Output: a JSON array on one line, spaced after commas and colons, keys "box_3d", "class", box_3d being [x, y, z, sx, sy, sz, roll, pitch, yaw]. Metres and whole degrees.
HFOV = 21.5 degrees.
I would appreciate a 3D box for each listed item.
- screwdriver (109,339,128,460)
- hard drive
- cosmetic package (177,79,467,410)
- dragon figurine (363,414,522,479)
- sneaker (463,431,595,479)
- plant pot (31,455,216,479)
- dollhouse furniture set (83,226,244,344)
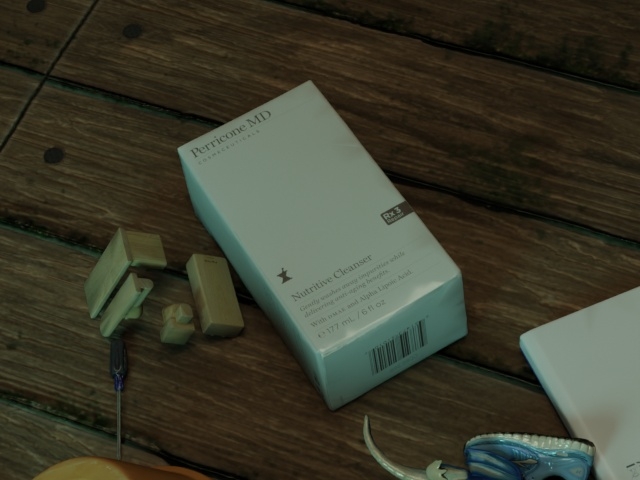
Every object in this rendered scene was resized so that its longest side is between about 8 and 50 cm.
[{"box_3d": [-0.256, 0.204, 2.138, 0.024, 0.025, 0.170, -6, 63, 2], "class": "screwdriver"}, {"box_3d": [0.406, 0.208, 2.041, 0.210, 0.040, 0.318, -21, 55, -8], "class": "hard drive"}, {"box_3d": [0.000, 0.000, 2.166, 0.217, 0.156, 0.385, -30, 58, -12], "class": "cosmetic package"}, {"box_3d": [0.180, 0.295, 1.961, 0.289, 0.144, 0.085, 24, 103, 31], "class": "dragon figurine"}, {"box_3d": [0.244, 0.265, 2.003, 0.162, 0.063, 0.073, 3, 85, 28], "class": "sneaker"}, {"box_3d": [-0.222, 0.363, 1.844, 0.291, 0.203, 0.291, -15, 55, 23], "class": "plant pot"}, {"box_3d": [-0.207, 0.085, 2.208, 0.151, 0.123, 0.144, 8, 47, -32], "class": "dollhouse furniture set"}]
